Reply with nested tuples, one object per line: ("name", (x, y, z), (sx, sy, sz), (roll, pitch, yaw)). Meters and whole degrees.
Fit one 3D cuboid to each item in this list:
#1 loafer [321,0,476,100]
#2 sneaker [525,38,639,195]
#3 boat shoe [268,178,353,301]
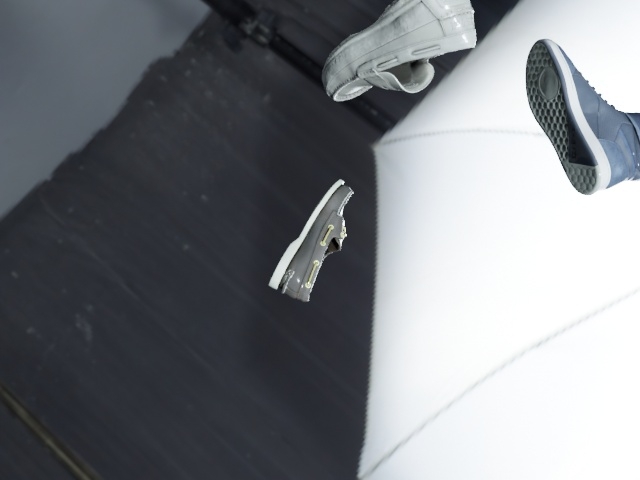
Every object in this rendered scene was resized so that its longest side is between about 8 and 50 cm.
("loafer", (0.102, -0.252, 1.479), (0.112, 0.111, 0.319), (-21, 177, -29))
("sneaker", (0.382, -0.178, 1.450), (0.163, 0.226, 0.086), (-14, 166, -26))
("boat shoe", (0.000, 0.000, 1.679), (0.228, 0.068, 0.081), (-58, 175, -31))
